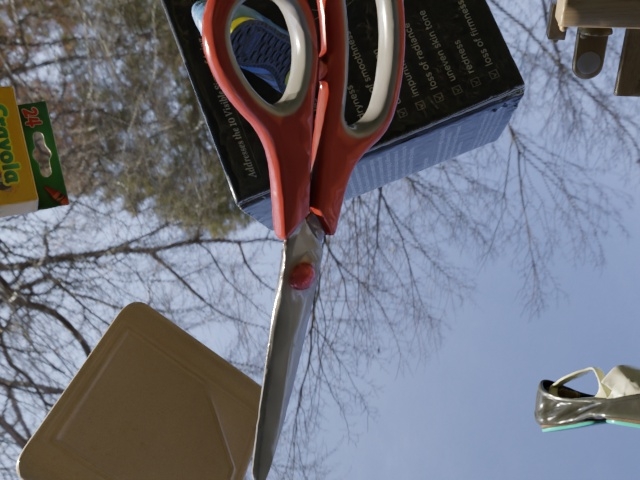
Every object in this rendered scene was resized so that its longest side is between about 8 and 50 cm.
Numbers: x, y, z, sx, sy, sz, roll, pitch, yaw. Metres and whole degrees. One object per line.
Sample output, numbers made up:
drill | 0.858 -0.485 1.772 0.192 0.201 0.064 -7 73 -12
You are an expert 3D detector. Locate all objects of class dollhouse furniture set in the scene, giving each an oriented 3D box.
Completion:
dollhouse furniture set | 0.294 -0.183 0.657 0.144 0.123 0.151 5 -151 11

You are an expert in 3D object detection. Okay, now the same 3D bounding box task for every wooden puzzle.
wooden puzzle | -0.176 0.210 0.740 0.221 0.044 0.238 38 -142 -12

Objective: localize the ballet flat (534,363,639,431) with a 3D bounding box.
ballet flat | 0.420 0.230 0.978 0.095 0.280 0.096 6 -106 -34

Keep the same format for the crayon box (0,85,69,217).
crayon box | -0.585 -0.131 1.080 0.319 0.081 0.202 -13 -97 -25

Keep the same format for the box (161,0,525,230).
box | 0.020 -0.333 1.174 0.472 0.297 0.479 -21 -99 2

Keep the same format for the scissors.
scissors | 0.000 0.000 0.361 0.109 0.296 0.021 -16 -155 -30

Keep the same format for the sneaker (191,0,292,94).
sneaker | -0.071 -0.231 0.802 0.082 0.209 0.069 41 -76 25
